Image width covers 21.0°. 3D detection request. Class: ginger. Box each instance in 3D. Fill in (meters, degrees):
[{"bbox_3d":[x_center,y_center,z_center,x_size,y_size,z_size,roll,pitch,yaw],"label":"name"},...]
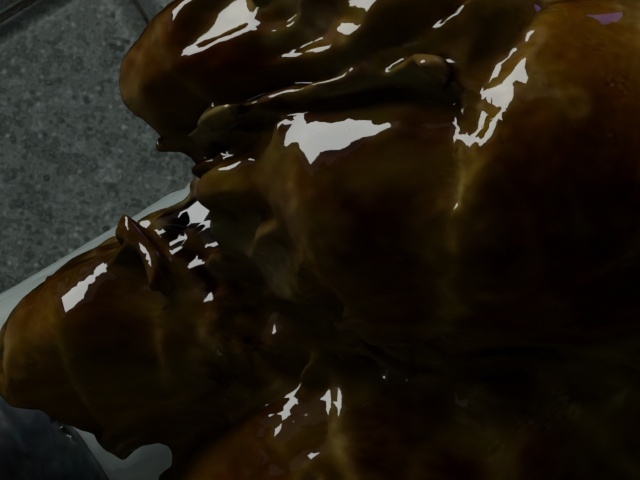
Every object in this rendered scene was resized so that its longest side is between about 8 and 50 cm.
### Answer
[{"bbox_3d":[0.028,0.040,0.673,0.357,0.274,0.152,-64,17,13],"label":"ginger"}]

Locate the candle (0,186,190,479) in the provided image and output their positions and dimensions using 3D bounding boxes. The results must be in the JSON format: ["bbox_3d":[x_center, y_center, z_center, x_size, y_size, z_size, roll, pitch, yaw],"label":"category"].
[{"bbox_3d":[-0.094,0.099,0.961,0.342,0.221,0.221,-34,7,-30],"label":"candle"}]

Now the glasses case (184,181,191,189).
[{"bbox_3d":[0.000,0.000,1.062,0.196,0.083,0.050,2,54,28],"label":"glasses case"}]
